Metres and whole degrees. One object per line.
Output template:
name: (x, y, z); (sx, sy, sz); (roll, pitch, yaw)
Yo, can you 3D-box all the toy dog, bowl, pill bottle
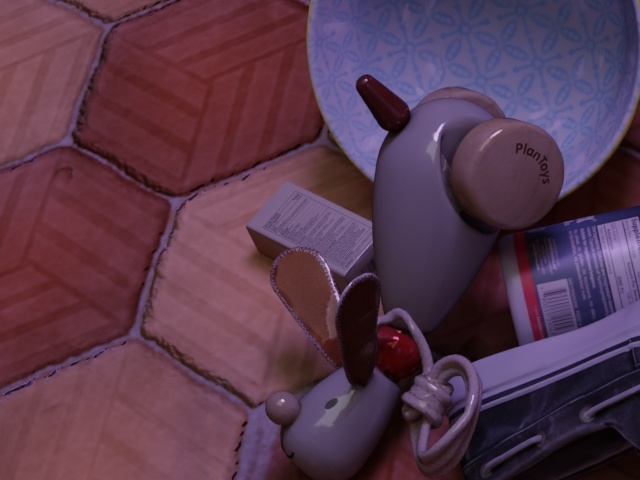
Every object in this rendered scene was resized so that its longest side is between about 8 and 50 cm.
toy dog: (0.043, 0.009, 1.449); (0.220, 0.161, 0.334); (-15, 50, 62)
bowl: (0.147, -0.171, 1.614); (0.289, 0.289, 0.156); (2, 11, 20)
pill bottle: (0.236, 0.030, 1.478); (0.180, 0.108, 0.108); (-13, 50, 8)

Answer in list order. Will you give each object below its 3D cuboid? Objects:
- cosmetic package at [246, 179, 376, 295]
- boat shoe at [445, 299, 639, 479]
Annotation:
cosmetic package: (0.000, 0.000, 1.623); (0.115, 0.041, 0.060); (28, 66, 34)
boat shoe: (0.246, 0.113, 1.384); (0.335, 0.121, 0.119); (-25, 63, 32)
